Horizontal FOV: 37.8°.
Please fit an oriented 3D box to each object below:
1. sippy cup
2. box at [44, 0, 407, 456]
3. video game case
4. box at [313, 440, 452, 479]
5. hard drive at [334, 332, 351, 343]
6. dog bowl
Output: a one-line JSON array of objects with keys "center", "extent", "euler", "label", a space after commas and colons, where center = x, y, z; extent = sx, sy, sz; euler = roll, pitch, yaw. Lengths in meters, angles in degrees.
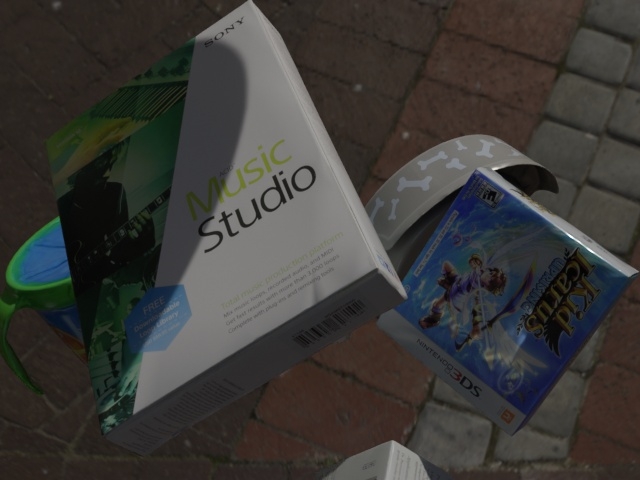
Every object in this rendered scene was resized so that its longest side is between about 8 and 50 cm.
[{"center": [-0.268, 0.080, 1.274], "extent": [0.305, 0.224, 0.240], "euler": [-21, 29, 10], "label": "sippy cup"}, {"center": [-0.095, -0.025, 0.741], "extent": [0.232, 0.058, 0.322], "euler": [-32, 49, 10], "label": "box"}, {"center": [0.240, 0.080, 1.248], "extent": [0.244, 0.061, 0.270], "euler": [38, 111, 21], "label": "video game case"}, {"center": [0.071, 0.396, 1.273], "extent": [0.119, 0.182, 0.181], "euler": [35, 46, -21], "label": "box"}, {"center": [0.000, 0.000, 1.291], "extent": [0.040, 0.307, 0.203], "euler": [-18, 67, -9], "label": "hard drive"}, {"center": [0.200, -0.017, 1.454], "extent": [0.348, 0.349, 0.102], "euler": [-28, 57, -10], "label": "dog bowl"}]
